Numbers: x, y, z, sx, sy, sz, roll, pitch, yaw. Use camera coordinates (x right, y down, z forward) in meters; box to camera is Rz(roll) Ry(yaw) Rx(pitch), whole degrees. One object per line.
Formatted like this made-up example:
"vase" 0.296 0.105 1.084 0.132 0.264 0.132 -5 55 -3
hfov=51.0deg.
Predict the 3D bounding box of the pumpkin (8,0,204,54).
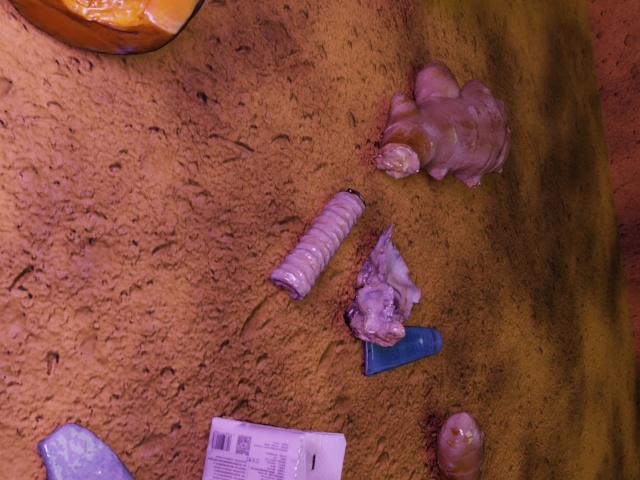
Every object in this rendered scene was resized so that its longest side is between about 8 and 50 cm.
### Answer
"pumpkin" -0.239 -0.268 0.639 0.248 0.126 0.130 26 74 -29

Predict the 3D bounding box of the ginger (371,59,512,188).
"ginger" 0.232 -0.219 1.221 0.376 0.166 0.236 -2 99 -59

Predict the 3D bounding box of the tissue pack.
"tissue pack" -0.058 0.277 0.813 0.099 0.149 0.105 25 69 -50

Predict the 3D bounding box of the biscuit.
"biscuit" 0.000 0.000 0.985 0.061 0.055 0.219 37 50 -3

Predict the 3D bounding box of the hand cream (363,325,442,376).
"hand cream" 0.147 0.188 1.190 0.224 0.048 0.083 3 85 -47

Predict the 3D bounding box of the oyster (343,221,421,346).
"oyster" 0.100 0.083 1.096 0.161 0.107 0.232 57 28 -27

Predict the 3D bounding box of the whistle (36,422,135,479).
"whistle" -0.206 0.281 0.676 0.223 0.123 0.123 54 44 -7

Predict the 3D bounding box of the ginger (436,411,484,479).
"ginger" 0.249 0.545 1.258 0.348 0.122 0.363 63 38 -32
